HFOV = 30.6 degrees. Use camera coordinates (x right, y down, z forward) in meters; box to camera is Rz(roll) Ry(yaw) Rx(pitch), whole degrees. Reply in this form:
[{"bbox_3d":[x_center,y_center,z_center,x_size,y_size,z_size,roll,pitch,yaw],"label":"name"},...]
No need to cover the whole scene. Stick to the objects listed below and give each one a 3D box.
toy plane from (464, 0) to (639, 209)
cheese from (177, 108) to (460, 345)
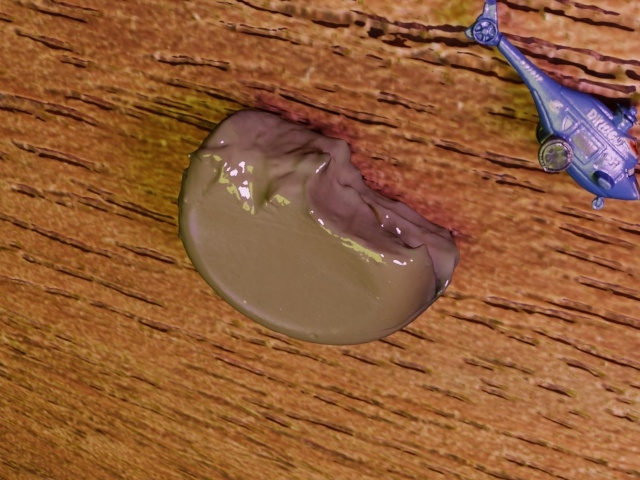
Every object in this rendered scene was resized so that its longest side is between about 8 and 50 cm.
[{"bbox_3d":[0.147,-0.087,0.722,0.062,0.054,0.167,-40,102,22],"label":"toy plane"},{"bbox_3d":[0.000,0.000,0.860,0.203,0.091,0.175,22,136,13],"label":"cheese"}]
